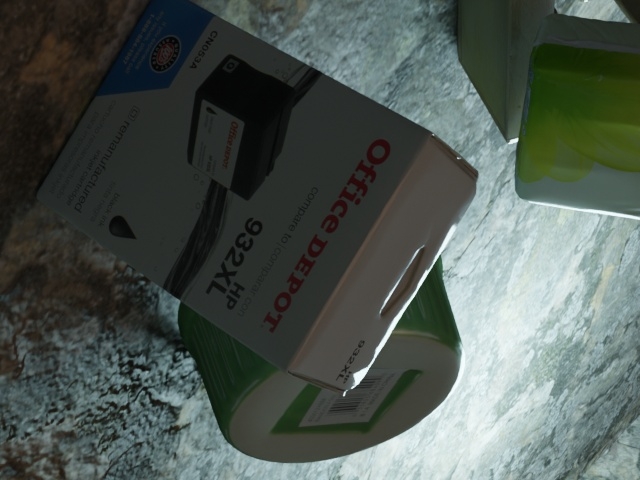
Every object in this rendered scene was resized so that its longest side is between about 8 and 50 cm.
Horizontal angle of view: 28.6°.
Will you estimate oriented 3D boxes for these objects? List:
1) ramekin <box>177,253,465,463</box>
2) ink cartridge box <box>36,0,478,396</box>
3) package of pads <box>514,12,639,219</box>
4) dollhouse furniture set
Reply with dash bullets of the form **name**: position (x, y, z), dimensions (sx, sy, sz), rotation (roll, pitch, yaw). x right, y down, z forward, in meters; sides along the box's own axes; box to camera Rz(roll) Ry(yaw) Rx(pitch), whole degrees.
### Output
- **ramekin**: position (0.008, 0.114, 1.356), dimensions (0.303, 0.148, 0.303), rotation (-13, 146, -9)
- **ink cartridge box**: position (-0.057, -0.045, 1.075), dimensions (0.223, 0.307, 0.129), rotation (-58, 152, 1)
- **package of pads**: position (0.362, -0.118, 1.339), dimensions (0.229, 0.296, 0.101), rotation (88, 14, -55)
- **dollhouse furniture set**: position (0.368, -0.307, 1.450), dimensions (0.394, 0.362, 0.256), rotation (-18, 143, -7)
